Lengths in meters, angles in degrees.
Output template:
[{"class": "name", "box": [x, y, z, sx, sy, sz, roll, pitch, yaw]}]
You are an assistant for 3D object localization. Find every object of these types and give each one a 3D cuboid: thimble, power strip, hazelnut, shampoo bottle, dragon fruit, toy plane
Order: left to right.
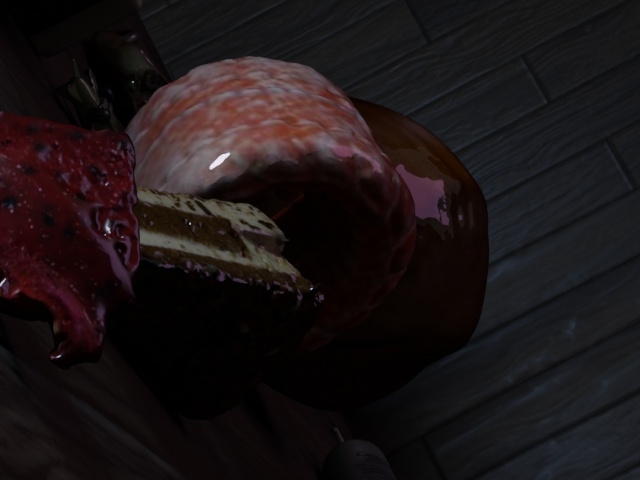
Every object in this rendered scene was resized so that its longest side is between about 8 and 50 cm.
[{"class": "dragon fruit", "box": [-0.140, -0.005, 0.836, 0.063, 0.097, 0.131, 54, 27, -61]}, {"class": "power strip", "box": [-0.240, -0.262, 1.650, 0.070, 0.105, 0.256, 63, 0, -36]}, {"class": "toy plane", "box": [-0.196, -0.105, 1.568, 0.102, 0.040, 0.111, -87, 154, -49]}, {"class": "thimble", "box": [-0.050, -0.023, 1.445, 0.239, 0.239, 0.162, 62, -1, -44]}, {"class": "hazelnut", "box": [0.000, 0.000, 1.858, 0.372, 0.315, 0.372, 42, -23, 22]}, {"class": "shampoo bottle", "box": [0.055, 0.307, 2.142, 0.085, 0.085, 0.262, 62, 0, -21]}]

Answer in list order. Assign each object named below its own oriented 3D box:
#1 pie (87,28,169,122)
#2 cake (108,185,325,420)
[{"class": "pie", "box": [-0.176, -0.113, 2.143, 0.337, 0.075, 0.337, 60, -3, 6]}, {"class": "cake", "box": [-0.124, 0.039, 1.200, 0.246, 0.135, 0.112, 12, 30, -51]}]
